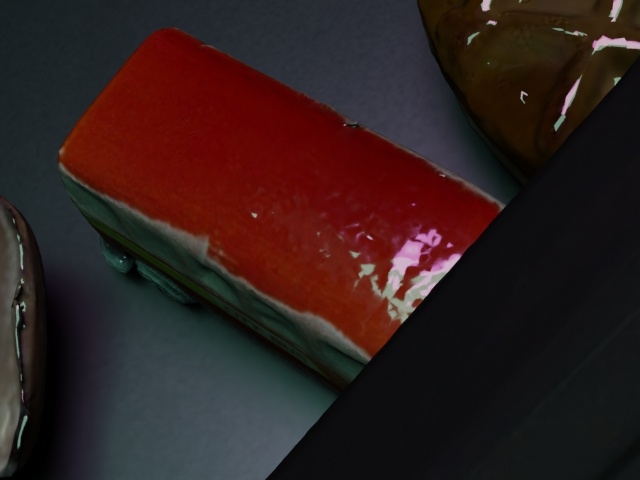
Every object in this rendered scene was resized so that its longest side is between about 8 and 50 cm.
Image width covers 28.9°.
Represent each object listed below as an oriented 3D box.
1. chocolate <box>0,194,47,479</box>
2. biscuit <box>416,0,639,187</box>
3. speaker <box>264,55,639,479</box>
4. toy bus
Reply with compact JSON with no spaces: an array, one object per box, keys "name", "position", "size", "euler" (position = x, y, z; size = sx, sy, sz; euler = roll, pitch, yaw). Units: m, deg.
[{"name":"chocolate","position":[-0.251,0.052,0.651],"size":[0.261,0.083,0.161],"euler":[-3,81,15]},{"name":"biscuit","position":[0.189,-0.119,0.592],"size":[0.268,0.115,0.366],"euler":[-33,60,0]},{"name":"speaker","position":[0.098,0.076,0.376],"size":[0.180,0.184,0.388],"euler":[40,109,4]},{"name":"toy bus","position":[0.000,0.000,0.582],"size":[0.265,0.120,0.121],"euler":[31,77,27]}]
